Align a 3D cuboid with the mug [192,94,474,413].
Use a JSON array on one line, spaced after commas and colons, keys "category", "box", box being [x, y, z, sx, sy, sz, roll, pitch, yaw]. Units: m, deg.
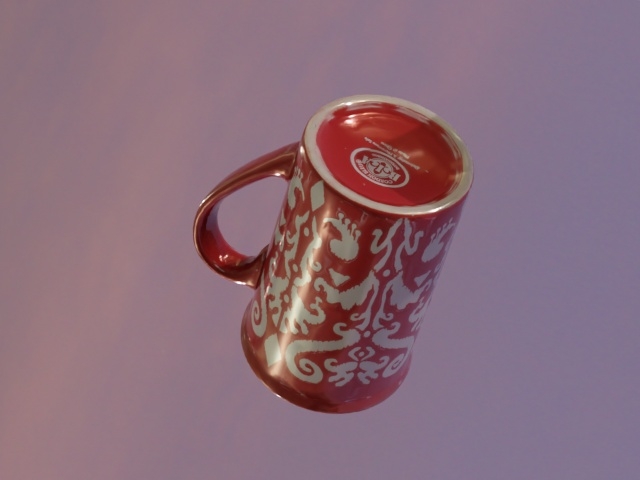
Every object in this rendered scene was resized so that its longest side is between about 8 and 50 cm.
[{"category": "mug", "box": [0.002, 0.008, 0.516, 0.169, 0.150, 0.113, 107, -14, -48]}]
